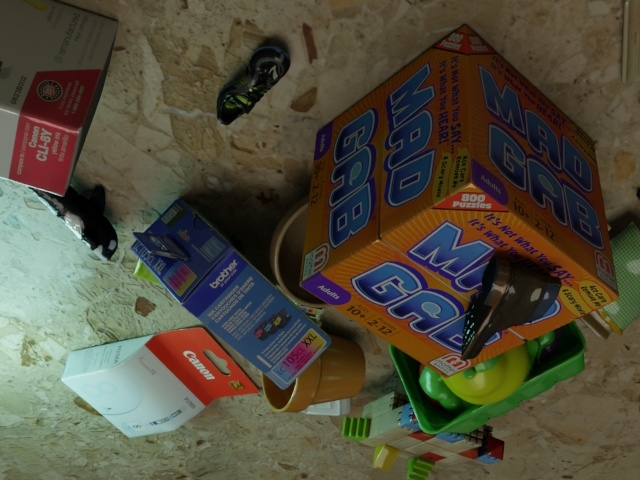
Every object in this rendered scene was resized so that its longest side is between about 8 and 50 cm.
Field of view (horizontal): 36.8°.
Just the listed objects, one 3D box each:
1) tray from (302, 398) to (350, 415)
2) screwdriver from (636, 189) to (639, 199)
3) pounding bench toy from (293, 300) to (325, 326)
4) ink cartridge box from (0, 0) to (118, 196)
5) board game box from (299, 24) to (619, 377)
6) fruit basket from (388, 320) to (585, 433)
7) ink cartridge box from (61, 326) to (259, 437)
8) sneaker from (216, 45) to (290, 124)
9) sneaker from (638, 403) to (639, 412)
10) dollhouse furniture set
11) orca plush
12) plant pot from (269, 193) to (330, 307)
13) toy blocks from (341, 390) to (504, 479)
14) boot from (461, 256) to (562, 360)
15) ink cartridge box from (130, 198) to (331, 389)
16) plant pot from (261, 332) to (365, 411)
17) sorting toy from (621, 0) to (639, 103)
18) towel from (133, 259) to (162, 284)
[{"bbox_3d":[0.003,0.363,2.374,0.145,0.030,0.270,2,140,3],"label":"tray"},{"bbox_3d":[0.651,-0.051,1.814,0.170,0.024,0.025,30,163,-28],"label":"screwdriver"},{"bbox_3d":[-0.027,0.148,2.082,0.065,0.083,0.052,13,140,-9],"label":"pounding bench toy"},{"bbox_3d":[-0.543,-0.267,1.505,0.384,0.279,0.160,16,138,-12],"label":"ink cartridge box"},{"bbox_3d":[0.224,-0.051,1.606,0.356,0.356,0.356,33,133,-29],"label":"board game box"},{"bbox_3d":[0.314,0.211,1.879,0.392,0.283,0.392,-13,142,-10],"label":"fruit basket"},{"bbox_3d":[-0.389,0.357,2.370,0.385,0.091,0.308,-12,137,22],"label":"ink cartridge box"},{"bbox_3d":[-0.113,-0.256,1.621,0.067,0.078,0.188,30,134,-26],"label":"sneaker"},{"bbox_3d":[0.835,0.386,2.276,0.084,0.058,0.152,33,127,-17],"label":"sneaker"},{"bbox_3d":[0.515,0.063,1.769,0.301,0.151,0.197,42,113,-12],"label":"dollhouse furniture set"},{"bbox_3d":[-0.479,-0.080,1.896,0.287,0.102,0.151,49,169,-27],"label":"orca plush"},{"bbox_3d":[0.000,0.000,1.851,0.237,0.110,0.237,-12,118,-22],"label":"plant pot"},{"bbox_3d":[0.283,0.448,2.278,0.381,0.191,0.261,22,149,-20],"label":"toy blocks"},{"bbox_3d":[0.283,0.119,1.461,0.106,0.082,0.219,11,137,-3],"label":"boot"},{"bbox_3d":[-0.193,0.087,1.878,0.151,0.270,0.395,-46,128,-6],"label":"ink cartridge box"},{"bbox_3d":[-0.008,0.286,2.176,0.188,0.205,0.205,6,143,-26],"label":"plant pot"},{"bbox_3d":[0.571,-0.315,1.493,0.196,0.047,0.348,-4,138,12],"label":"sorting toy"},{"bbox_3d":[-0.282,0.084,2.087,0.237,0.021,0.102,17,138,-13],"label":"towel"}]
